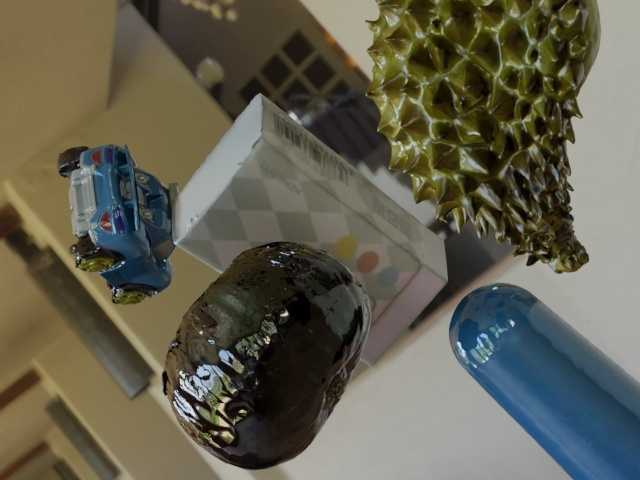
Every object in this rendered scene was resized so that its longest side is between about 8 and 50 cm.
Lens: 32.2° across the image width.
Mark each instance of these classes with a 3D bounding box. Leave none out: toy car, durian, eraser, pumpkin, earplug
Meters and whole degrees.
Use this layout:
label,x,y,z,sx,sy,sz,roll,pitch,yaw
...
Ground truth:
label,x,y,z,sx,sy,sz,roll,pitch,yaw
toy car,-0.290,-0.026,1.729,0.166,0.198,0.314,-13,-23,5
durian,0.133,-0.120,0.831,0.172,0.306,0.166,-9,1,26
eraser,-0.001,-0.001,1.504,0.213,0.397,0.082,-50,37,7
pumpkin,-0.049,0.112,1.094,0.233,0.163,0.233,-52,-15,-20
earplug,0.245,0.149,1.171,0.132,0.273,0.132,-42,19,18
